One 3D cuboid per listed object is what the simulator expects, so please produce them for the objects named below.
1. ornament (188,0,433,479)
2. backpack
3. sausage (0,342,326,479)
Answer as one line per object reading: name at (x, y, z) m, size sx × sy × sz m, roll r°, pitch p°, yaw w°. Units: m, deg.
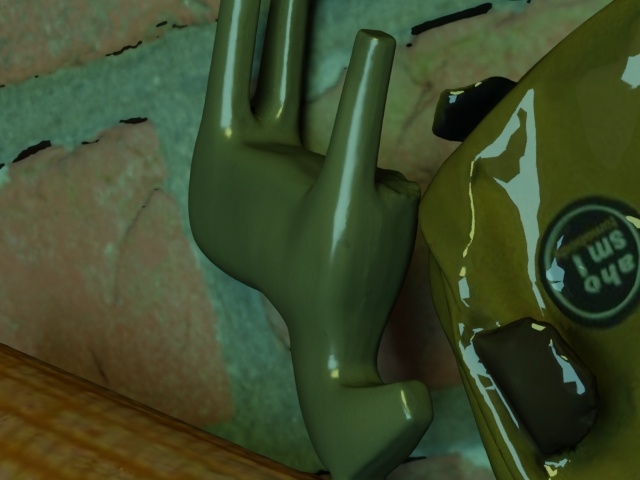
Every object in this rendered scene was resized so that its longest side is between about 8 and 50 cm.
ornament at (0.000, 0.000, 0.915) m, size 0.230 × 0.061 × 0.245 m, roll 32°, pitch 117°, yaw 54°
backpack at (0.219, 0.051, 0.770) m, size 0.353 × 0.201 × 0.378 m, roll -38°, pitch 75°, yaw 32°
sausage at (-0.137, 0.195, 0.978) m, size 0.287 × 0.233 × 0.233 m, roll 20°, pitch 106°, yaw 25°
